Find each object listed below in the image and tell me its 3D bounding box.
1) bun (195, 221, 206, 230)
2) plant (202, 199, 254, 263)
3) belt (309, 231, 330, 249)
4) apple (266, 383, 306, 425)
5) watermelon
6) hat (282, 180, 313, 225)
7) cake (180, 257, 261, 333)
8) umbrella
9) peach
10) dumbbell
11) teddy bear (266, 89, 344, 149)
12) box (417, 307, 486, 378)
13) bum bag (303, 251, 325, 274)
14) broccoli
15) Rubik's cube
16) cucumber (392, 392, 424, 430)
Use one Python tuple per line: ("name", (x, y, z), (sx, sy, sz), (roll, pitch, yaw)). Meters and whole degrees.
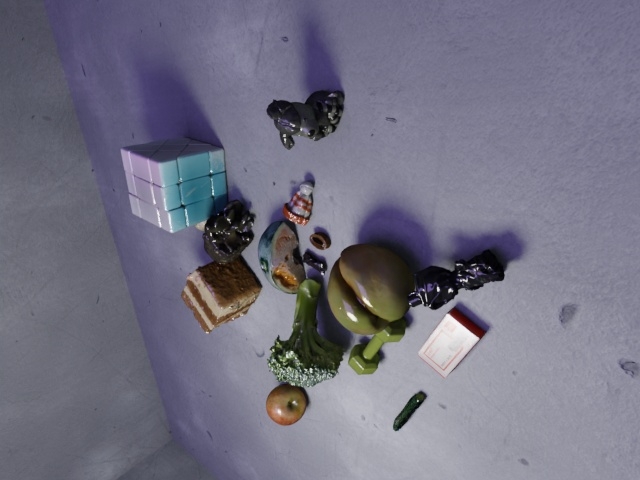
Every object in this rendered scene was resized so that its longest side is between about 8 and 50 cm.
("bun", (-0.587, -0.100, 2.047), (0.115, 0.069, 0.115), (19, 120, 35))
("plant", (-0.400, -0.028, 1.825), (0.188, 0.199, 0.276), (45, 138, 10))
("belt", (0.000, 0.000, 1.561), (0.083, 0.036, 0.059), (31, 122, 29))
("apple", (-0.168, 0.786, 1.993), (0.174, 0.188, 0.188), (-27, 90, 58))
("watermelon", (-0.191, 0.083, 1.681), (0.188, 0.175, 0.321), (2, 109, 43))
("hat", (-0.068, -0.146, 1.536), (0.112, 0.094, 0.162), (35, 113, 14))
("cake", (-0.470, 0.250, 1.971), (0.282, 0.256, 0.290), (53, 140, 9))
("umbrella", (0.366, 0.114, 1.160), (0.273, 0.110, 0.122), (-28, 131, 25))
("peach", (0.153, 0.149, 1.334), (0.292, 0.248, 0.291), (-21, 64, 53))
("dumbbell", (0.200, 0.370, 1.495), (0.108, 0.121, 0.301), (23, 129, -1))
("teddy bear", (-0.047, -0.363, 1.302), (0.144, 0.251, 0.171), (44, 148, 22))
("box", (0.409, 0.328, 1.318), (0.123, 0.050, 0.229), (41, 132, 23))
("bum bag", (-0.027, 0.088, 1.628), (0.125, 0.034, 0.057), (30, 137, 31))
("broccoli", (-0.034, 0.381, 1.646), (0.275, 0.396, 0.352), (3, 140, 5))
("Rubik's cube", (-0.632, -0.258, 1.833), (0.319, 0.322, 0.315), (21, 122, 34))
("cucumber", (0.323, 0.649, 1.561), (0.044, 0.043, 0.256), (43, 134, 27))
